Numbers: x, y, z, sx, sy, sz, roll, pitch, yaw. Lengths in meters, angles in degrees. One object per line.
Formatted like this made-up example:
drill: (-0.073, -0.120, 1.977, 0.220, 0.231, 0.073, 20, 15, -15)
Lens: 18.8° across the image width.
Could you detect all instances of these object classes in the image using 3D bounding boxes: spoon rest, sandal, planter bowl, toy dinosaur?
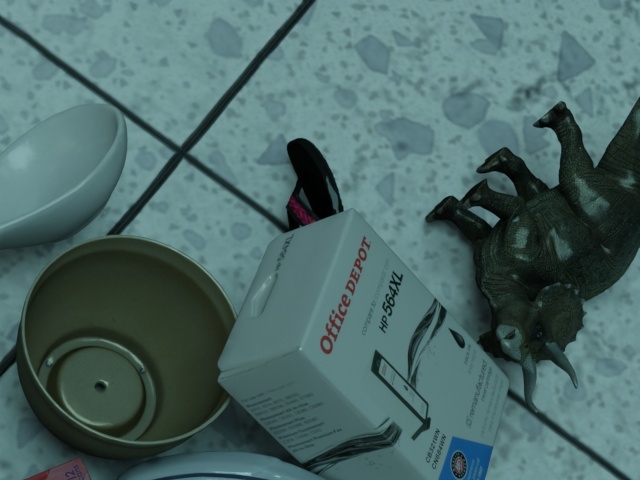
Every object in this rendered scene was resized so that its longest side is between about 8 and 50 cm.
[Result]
spoon rest: (-0.237, -0.002, 1.417, 0.084, 0.137, 0.276, 50, 58, -35)
sandal: (0.000, 0.000, 1.523, 0.040, 0.067, 0.179, -15, 73, -12)
planter bowl: (-0.149, 0.091, 1.401, 0.162, 0.109, 0.162, 10, 60, -18)
toy dinosaur: (0.194, -0.007, 1.577, 0.160, 0.121, 0.313, 50, 56, -5)

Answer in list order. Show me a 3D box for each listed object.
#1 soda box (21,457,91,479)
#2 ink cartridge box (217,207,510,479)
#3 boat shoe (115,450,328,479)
soda box: (-0.151, 0.284, 1.296, 0.092, 0.083, 0.263, -21, 63, -18)
ink cartridge box: (0.036, 0.101, 1.410, 0.203, 0.086, 0.148, 47, 42, -26)
boat shoe: (-0.007, 0.226, 1.355, 0.302, 0.109, 0.094, 12, 25, 0)
